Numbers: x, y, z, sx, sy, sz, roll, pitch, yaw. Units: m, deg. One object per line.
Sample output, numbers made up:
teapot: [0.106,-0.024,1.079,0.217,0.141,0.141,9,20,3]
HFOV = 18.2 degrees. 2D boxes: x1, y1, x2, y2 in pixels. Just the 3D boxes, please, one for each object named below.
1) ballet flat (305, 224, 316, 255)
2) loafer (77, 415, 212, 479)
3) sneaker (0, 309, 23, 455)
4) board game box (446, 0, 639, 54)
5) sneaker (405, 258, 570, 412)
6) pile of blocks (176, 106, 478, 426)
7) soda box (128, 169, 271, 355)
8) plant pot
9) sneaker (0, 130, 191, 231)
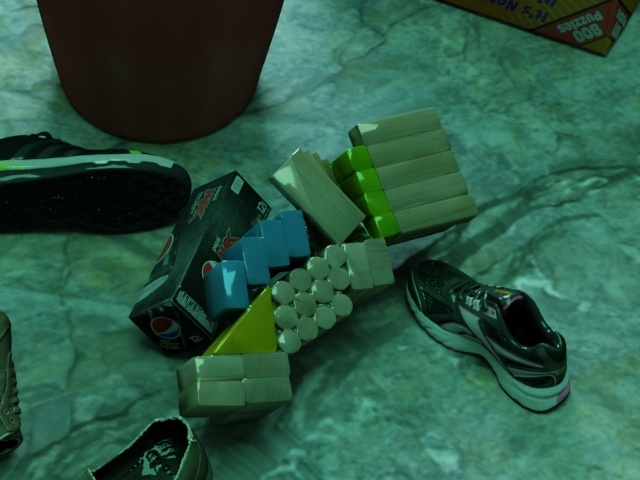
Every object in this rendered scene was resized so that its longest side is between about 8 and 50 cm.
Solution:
ballet flat: [0.000,0.000,1.802,0.114,0.041,0.041,-7,48,-11]
loafer: [-0.179,0.219,1.538,0.094,0.087,0.251,28,50,20]
sneaker: [-0.274,0.142,1.633,0.071,0.066,0.188,21,52,-8]
board game box: [0.213,-0.478,2.048,0.356,0.356,0.356,20,48,14]
sneaker: [0.152,0.063,1.722,0.178,0.077,0.072,36,52,27]
pile of blocks: [-0.021,0.022,1.705,0.149,0.112,0.362,48,58,-3]
soda box: [-0.104,0.019,1.743,0.060,0.053,0.169,-22,31,38]
plant pot: [-0.151,-0.244,1.873,0.275,0.243,0.275,2,47,-2]
sneaker: [-0.234,-0.069,1.809,0.235,0.084,0.097,0,45,-5]
